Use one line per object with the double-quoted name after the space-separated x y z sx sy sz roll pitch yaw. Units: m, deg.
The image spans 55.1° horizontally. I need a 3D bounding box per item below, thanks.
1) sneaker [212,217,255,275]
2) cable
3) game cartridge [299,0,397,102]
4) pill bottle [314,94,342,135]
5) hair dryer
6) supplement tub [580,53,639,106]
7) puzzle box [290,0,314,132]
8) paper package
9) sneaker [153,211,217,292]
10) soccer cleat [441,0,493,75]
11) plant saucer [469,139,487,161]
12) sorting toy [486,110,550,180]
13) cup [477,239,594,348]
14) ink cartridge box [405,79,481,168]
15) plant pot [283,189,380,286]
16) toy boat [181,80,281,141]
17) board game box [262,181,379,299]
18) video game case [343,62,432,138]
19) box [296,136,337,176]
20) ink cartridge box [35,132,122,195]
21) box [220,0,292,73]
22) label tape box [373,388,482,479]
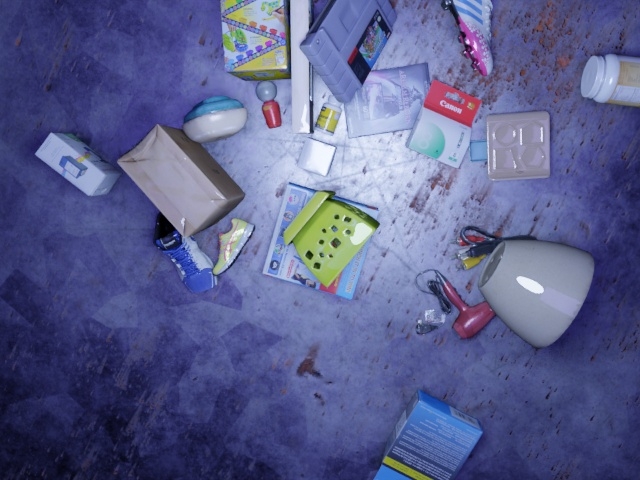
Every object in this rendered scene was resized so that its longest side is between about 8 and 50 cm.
-0.302 0.018 2.007 0.094 0.081 0.208 32 89 -2 "sneaker"
0.555 0.008 1.984 0.288 0.072 0.139 -11 90 -8 "cable"
0.094 -0.597 1.753 0.230 0.068 0.354 44 64 -38 "game cartridge"
0.029 -0.392 1.923 0.065 0.065 0.116 21 99 -1 "pill bottle"
0.454 0.212 1.998 0.294 0.080 0.223 1 99 2 "hair dryer"
0.899 -0.477 1.826 0.200 0.144 0.144 7 100 2 "supplement tub"
-0.050 -0.518 1.802 0.052 0.272 0.408 0 100 3 "puzzle box"
-0.406 -0.184 1.851 0.168 0.325 0.309 -41 94 8 "paper package"
-0.453 0.030 1.960 0.128 0.182 0.315 -20 98 7 "sneaker"
0.467 -0.662 1.830 0.143 0.116 0.331 -26 97 7 "soccer cleat"
0.566 -0.288 1.939 0.192 0.018 0.067 -4 99 4 "plant saucer"
0.615 -0.293 1.912 0.193 0.038 0.208 -3 95 3 "sorting toy"
0.622 0.127 1.854 0.237 0.331 0.330 27 100 1 "cup"
0.389 -0.359 1.901 0.181 0.056 0.224 20 102 -14 "ink cartridge box"
0.025 -0.023 1.823 0.207 0.228 0.227 40 100 2 "plant pot"
-0.270 -0.395 1.879 0.319 0.268 0.148 -17 97 -26 "toy boat"
0.000 0.000 1.981 0.302 0.086 0.308 17 100 0 "board game box"
0.210 -0.437 1.928 0.275 0.026 0.195 -8 99 5 "video game case"
-0.010 -0.263 1.935 0.102 0.087 0.101 19 100 -1 "box"
-0.759 -0.241 1.942 0.212 0.154 0.093 40 98 -3 "ink cartridge box"
-0.171 -0.620 1.781 0.177 0.290 0.278 -2 99 4 "box"
0.354 0.707 2.074 0.241 0.106 0.333 28 101 -1 "label tape box"
